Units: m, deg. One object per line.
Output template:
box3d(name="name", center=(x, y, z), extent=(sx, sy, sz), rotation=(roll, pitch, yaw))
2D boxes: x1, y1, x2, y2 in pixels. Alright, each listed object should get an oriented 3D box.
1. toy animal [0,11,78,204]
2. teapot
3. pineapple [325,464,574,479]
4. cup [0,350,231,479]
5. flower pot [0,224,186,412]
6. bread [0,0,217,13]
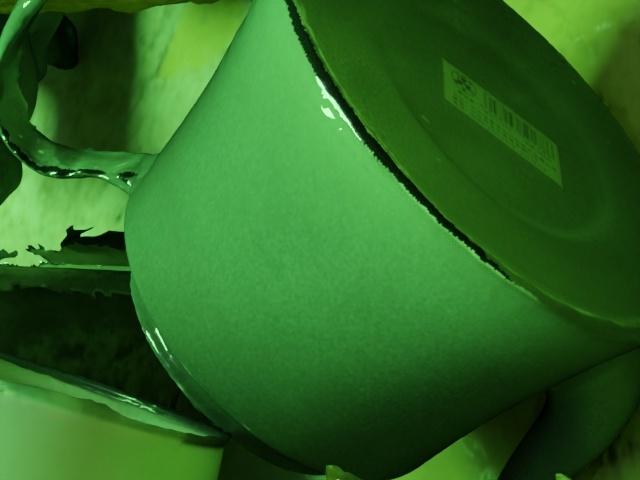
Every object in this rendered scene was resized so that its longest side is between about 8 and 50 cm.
box3d(name="toy animal", center=(-0.171, -0.094, 0.890), extent=(0.125, 0.127, 0.251), rotation=(111, 169, -44))
box3d(name="teapot", center=(0.000, 0.000, 0.622), extent=(0.149, 0.239, 0.162), rotation=(-45, 9, 29))
box3d(name="pineapple", center=(0.060, 0.164, 0.531), extent=(0.161, 0.158, 0.334), rotation=(-55, -18, -43))
box3d(name="cup", center=(-0.127, 0.167, 0.554), extent=(0.196, 0.196, 0.280), rotation=(15, 86, 53))
box3d(name="flower pot", center=(-0.166, 0.120, 0.753), extent=(0.290, 0.290, 0.259), rotation=(-2, 89, 52))
box3d(name="bread", center=(-0.105, -0.196, 0.722), extent=(0.337, 0.358, 0.204), rotation=(-5, 87, 50))
